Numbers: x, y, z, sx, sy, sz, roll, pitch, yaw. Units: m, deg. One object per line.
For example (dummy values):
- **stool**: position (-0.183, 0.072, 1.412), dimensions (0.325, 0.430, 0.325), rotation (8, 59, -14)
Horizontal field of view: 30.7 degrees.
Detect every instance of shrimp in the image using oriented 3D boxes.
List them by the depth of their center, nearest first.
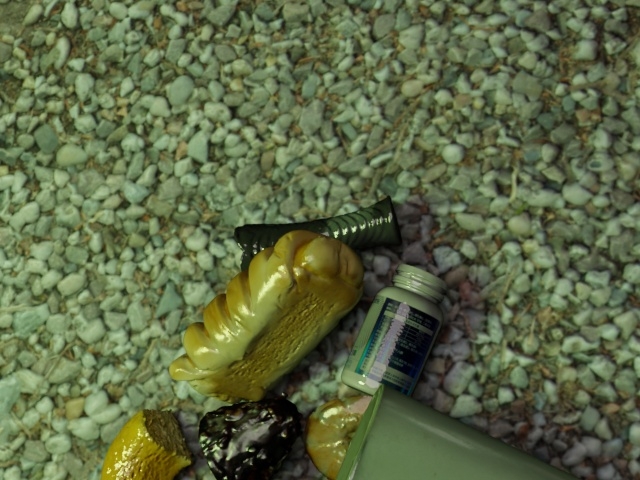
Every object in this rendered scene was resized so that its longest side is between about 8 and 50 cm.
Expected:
- **shrimp**: position (0.114, 0.290, 1.632), dimensions (0.287, 0.063, 0.152), rotation (6, 110, 12)

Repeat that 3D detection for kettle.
- **kettle**: position (0.179, 0.417, 1.482), dimensions (0.377, 0.250, 0.361), rotation (22, 94, 2)

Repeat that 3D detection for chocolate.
- **chocolate**: position (-0.083, 0.282, 1.659), dimensions (0.133, 0.156, 0.156), rotation (-31, 69, 14)

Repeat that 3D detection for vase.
- **vase**: position (0.000, 0.000, 1.751), dimensions (0.238, 0.115, 0.115), rotation (-13, 72, 7)

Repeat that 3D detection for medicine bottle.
- **medicine bottle**: position (0.111, 0.136, 1.675), dimensions (0.107, 0.107, 0.191), rotation (21, 81, 19)

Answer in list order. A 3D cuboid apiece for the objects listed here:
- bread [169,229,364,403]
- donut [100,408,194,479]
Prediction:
- **bread**: position (-0.070, 0.106, 1.679), dimensions (0.311, 0.173, 0.121), rotation (-45, 42, 17)
- **donut**: position (-0.248, 0.380, 1.693), dimensions (0.152, 0.101, 0.259), rotation (-40, 56, 13)
